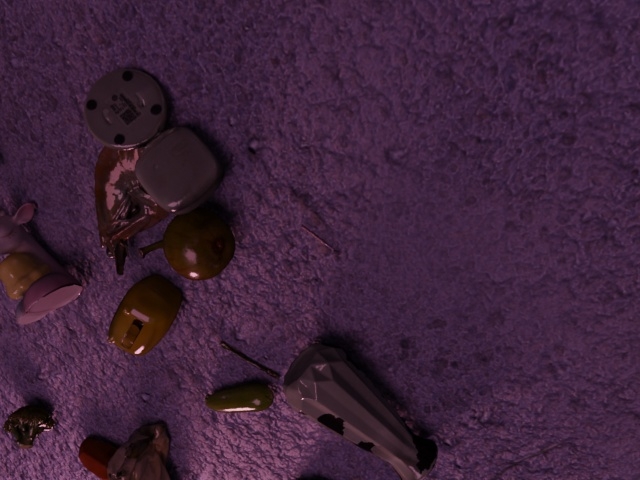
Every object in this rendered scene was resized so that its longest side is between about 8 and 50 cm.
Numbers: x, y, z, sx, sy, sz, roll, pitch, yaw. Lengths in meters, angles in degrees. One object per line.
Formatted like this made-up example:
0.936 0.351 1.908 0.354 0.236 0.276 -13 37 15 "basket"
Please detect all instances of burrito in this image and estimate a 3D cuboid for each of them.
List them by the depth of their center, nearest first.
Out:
-0.494 0.660 1.512 0.135 0.190 0.332 14 119 39 "burrito"

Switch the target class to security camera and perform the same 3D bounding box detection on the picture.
-0.319 -0.190 1.055 0.157 0.080 0.301 -41 88 -2 "security camera"

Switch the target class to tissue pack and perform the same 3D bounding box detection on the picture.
-0.403 0.177 1.256 0.123 0.127 0.178 35 122 -4 "tissue pack"

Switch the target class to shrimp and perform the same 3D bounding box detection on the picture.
-0.395 -0.065 1.159 0.168 0.077 0.317 15 117 7 "shrimp"

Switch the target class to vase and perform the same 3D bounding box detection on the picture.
0.089 0.377 1.196 0.360 0.165 0.165 42 121 -11 "vase"

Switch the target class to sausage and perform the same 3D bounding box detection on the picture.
-0.626 0.629 1.586 0.179 0.089 0.089 19 121 19 "sausage"

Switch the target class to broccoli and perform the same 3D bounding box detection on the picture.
-0.839 0.533 1.585 0.131 0.120 0.130 -5 142 -15 "broccoli"

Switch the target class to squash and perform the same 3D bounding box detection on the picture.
-0.200 0.383 1.336 0.201 0.066 0.066 -12 112 29 "squash"

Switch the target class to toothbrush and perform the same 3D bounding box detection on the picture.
0.000 0.000 1.104 0.097 0.008 0.006 37 107 -2 "toothbrush"

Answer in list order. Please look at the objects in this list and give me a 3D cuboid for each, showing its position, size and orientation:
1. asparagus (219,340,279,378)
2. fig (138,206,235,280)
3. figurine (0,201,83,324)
-0.168 0.284 1.302 0.166 0.013 0.016 31 132 1 "asparagus"
-0.260 0.012 1.132 0.142 0.148 0.186 43 160 -22 "fig"
-0.711 0.031 1.206 0.316 0.284 0.206 48 119 4 "figurine"
